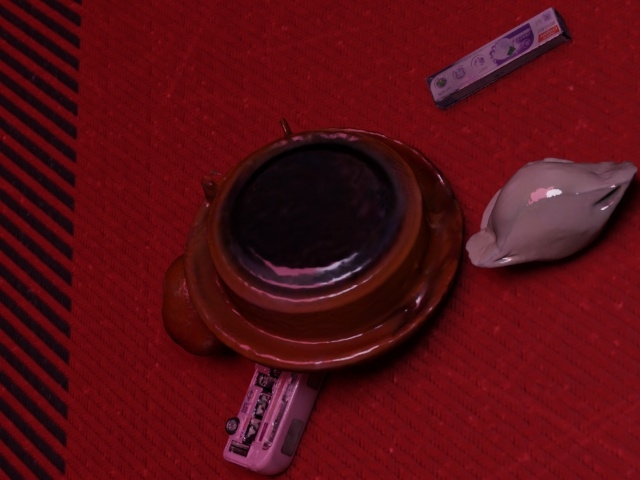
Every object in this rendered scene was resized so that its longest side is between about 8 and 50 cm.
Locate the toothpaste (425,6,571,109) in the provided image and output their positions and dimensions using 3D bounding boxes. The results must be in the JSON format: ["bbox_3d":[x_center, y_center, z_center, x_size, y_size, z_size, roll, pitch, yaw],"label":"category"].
[{"bbox_3d":[0.231,-0.234,2.128,0.196,0.040,0.047,-29,60,20],"label":"toothpaste"}]

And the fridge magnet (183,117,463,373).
[{"bbox_3d":[0.000,0.000,2.068,0.364,0.155,0.363,-6,56,9],"label":"fridge magnet"}]

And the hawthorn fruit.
[{"bbox_3d":[-0.154,0.086,2.181,0.133,0.133,0.138,11,78,37],"label":"hawthorn fruit"}]

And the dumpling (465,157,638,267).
[{"bbox_3d":[0.279,-0.045,1.971,0.229,0.124,0.151,-23,21,17],"label":"dumpling"}]

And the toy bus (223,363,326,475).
[{"bbox_3d":[-0.054,0.201,2.101,0.090,0.063,0.203,14,79,34],"label":"toy bus"}]
